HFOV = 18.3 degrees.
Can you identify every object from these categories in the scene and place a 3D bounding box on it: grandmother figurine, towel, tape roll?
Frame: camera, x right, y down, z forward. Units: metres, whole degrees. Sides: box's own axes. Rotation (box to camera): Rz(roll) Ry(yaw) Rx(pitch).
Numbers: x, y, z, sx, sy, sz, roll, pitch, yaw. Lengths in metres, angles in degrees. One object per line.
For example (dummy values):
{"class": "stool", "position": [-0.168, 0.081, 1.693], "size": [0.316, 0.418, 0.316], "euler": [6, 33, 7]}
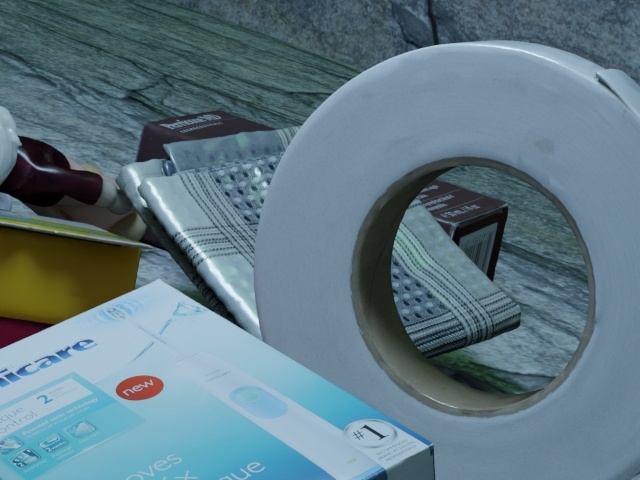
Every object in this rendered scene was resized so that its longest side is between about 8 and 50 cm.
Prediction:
{"class": "grandmother figurine", "position": [-0.283, -0.062, 1.971], "size": [0.208, 0.104, 0.342], "euler": [7, -6, 22]}
{"class": "towel", "position": [0.000, 0.000, 1.930], "size": [0.312, 0.056, 0.324], "euler": [-15, 51, -37]}
{"class": "tape roll", "position": [0.132, 0.032, 1.577], "size": [0.392, 0.392, 0.072], "euler": [20, 15, 23]}

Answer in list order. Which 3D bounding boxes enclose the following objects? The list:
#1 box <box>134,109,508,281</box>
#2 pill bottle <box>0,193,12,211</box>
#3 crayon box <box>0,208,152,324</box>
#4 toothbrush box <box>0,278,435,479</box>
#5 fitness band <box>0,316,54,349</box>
{"class": "box", "position": [-0.005, -0.025, 2.198], "size": [0.381, 0.143, 0.191], "euler": [17, 14, 20]}
{"class": "pill bottle", "position": [-0.357, -0.049, 2.142], "size": [0.043, 0.043, 0.083], "euler": [10, 14, -16]}
{"class": "crayon box", "position": [-0.279, 0.017, 1.742], "size": [0.203, 0.083, 0.323], "euler": [10, 0, -16]}
{"class": "toothbrush box", "position": [-0.098, 0.162, 1.265], "size": [0.216, 0.126, 0.295], "euler": [-24, 33, -31]}
{"class": "fitness band", "position": [-0.215, 0.121, 1.594], "size": [0.209, 0.054, 0.291], "euler": [10, 13, -13]}
